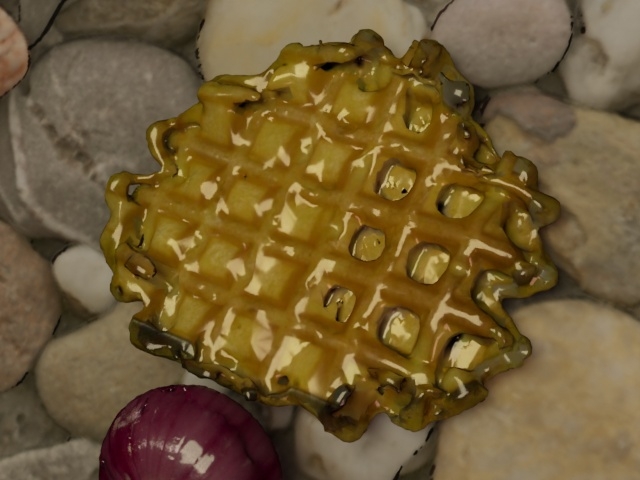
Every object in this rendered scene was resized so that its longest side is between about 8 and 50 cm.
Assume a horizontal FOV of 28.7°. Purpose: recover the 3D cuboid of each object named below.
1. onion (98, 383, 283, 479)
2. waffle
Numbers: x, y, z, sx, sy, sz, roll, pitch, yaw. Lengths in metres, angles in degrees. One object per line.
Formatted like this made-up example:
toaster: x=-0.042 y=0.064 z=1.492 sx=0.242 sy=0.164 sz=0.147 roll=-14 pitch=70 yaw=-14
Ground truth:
onion: x=-0.076 y=0.136 z=0.745 sx=0.115 sy=0.115 sz=0.104 roll=6 pitch=35 yaw=21
waffle: x=-0.001 y=-0.001 z=0.764 sx=0.281 sy=0.060 sz=0.262 roll=-25 pitch=68 yaw=9
